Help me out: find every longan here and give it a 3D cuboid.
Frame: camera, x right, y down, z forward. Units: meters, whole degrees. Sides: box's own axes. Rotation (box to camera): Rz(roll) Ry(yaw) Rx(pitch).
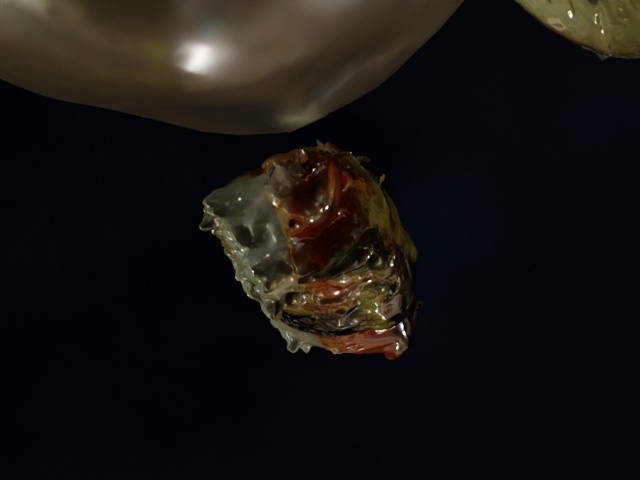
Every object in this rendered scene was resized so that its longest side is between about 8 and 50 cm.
[{"bbox_3d":[-0.038,-0.126,0.484,0.220,0.196,0.196,14,-71,-58],"label":"longan"}]

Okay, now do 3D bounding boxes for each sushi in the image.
[{"bbox_3d":[-0.004,0.000,0.926,0.103,0.226,0.097,-11,-111,4],"label":"sushi"}]

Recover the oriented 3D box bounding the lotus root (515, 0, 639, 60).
[{"bbox_3d":[0.226,-0.275,0.972,0.346,0.250,0.250,-46,-69,-23],"label":"lotus root"}]
